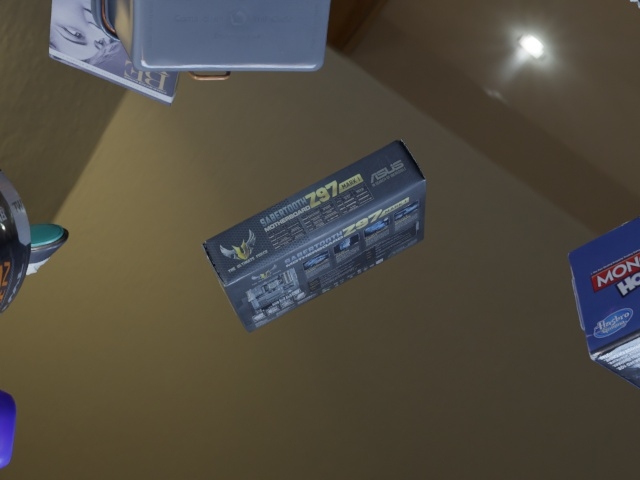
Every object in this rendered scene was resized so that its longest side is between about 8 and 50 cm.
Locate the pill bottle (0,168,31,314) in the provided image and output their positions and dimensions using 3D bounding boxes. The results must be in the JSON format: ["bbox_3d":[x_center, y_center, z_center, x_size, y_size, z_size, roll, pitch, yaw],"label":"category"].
[{"bbox_3d":[-0.241,0.009,0.654,0.130,0.130,0.246,36,-171,-6],"label":"pill bottle"}]

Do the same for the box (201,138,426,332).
[{"bbox_3d":[0.000,0.000,1.232,0.232,0.183,0.059,-29,-108,-5],"label":"box"}]

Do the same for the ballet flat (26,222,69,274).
[{"bbox_3d":[-0.445,0.014,1.685,0.074,0.203,0.074,-1,-90,-70],"label":"ballet flat"}]

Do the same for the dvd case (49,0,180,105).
[{"bbox_3d":[-0.236,-0.251,1.360,0.164,0.221,0.018,22,-119,-4],"label":"dvd case"}]

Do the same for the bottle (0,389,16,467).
[{"bbox_3d":[-0.559,0.252,1.561,0.282,0.092,0.118,7,-90,-31],"label":"bottle"}]

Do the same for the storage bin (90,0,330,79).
[{"bbox_3d":[-0.058,-0.130,0.650,0.135,0.098,0.091,-2,-148,-14],"label":"storage bin"}]

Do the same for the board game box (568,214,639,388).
[{"bbox_3d":[0.231,0.037,0.450,0.194,0.194,0.060,44,-151,-32],"label":"board game box"}]

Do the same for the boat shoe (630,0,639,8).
[{"bbox_3d":[0.324,-0.252,1.110,0.226,0.076,0.083,39,171,29],"label":"boat shoe"}]
